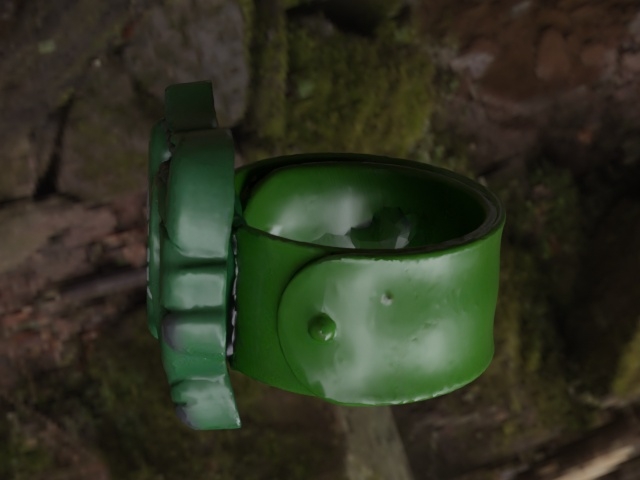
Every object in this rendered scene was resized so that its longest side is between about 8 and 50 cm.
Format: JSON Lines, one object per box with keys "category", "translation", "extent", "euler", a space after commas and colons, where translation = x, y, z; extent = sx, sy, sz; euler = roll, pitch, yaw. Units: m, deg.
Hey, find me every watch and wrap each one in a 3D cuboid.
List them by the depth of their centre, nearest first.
{"category": "watch", "translation": [0.000, 0.000, 0.698], "extent": [0.152, 0.165, 0.131], "euler": [-2, 109, -7]}
